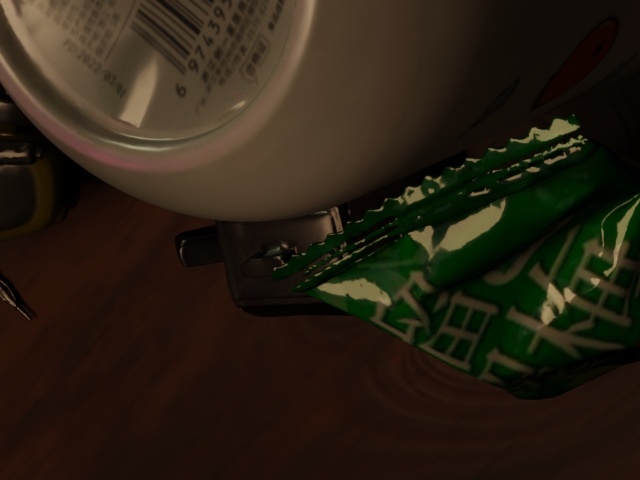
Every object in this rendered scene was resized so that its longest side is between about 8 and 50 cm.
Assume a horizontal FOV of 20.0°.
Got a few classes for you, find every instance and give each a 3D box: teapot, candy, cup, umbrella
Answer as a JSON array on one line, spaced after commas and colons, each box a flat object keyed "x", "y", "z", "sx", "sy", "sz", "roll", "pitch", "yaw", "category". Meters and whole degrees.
[{"x": 0.000, "y": 0.000, "z": 0.873, "sx": 0.177, "sy": 0.096, "sz": 0.087, "roll": -2, "pitch": 105, "yaw": 35, "category": "teapot"}, {"x": 0.094, "y": 0.011, "z": 0.773, "sx": 0.141, "sy": 0.203, "sz": 0.078, "roll": -40, "pitch": 50, "yaw": 21, "category": "candy"}, {"x": 0.026, "y": -0.132, "z": 0.671, "sx": 0.212, "sy": 0.317, "sz": 0.212, "roll": 12, "pitch": 113, "yaw": 30, "category": "cup"}, {"x": -0.213, "y": 0.006, "z": 1.072, "sx": 0.122, "sy": 0.013, "sz": 0.022, "roll": 38, "pitch": 135, "yaw": 17, "category": "umbrella"}]

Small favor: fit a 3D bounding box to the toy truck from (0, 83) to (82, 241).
[{"x": -0.180, "y": -0.092, "z": 0.949, "sx": 0.165, "sy": 0.147, "sz": 0.224, "roll": 2, "pitch": 112, "yaw": 10, "category": "toy truck"}]
